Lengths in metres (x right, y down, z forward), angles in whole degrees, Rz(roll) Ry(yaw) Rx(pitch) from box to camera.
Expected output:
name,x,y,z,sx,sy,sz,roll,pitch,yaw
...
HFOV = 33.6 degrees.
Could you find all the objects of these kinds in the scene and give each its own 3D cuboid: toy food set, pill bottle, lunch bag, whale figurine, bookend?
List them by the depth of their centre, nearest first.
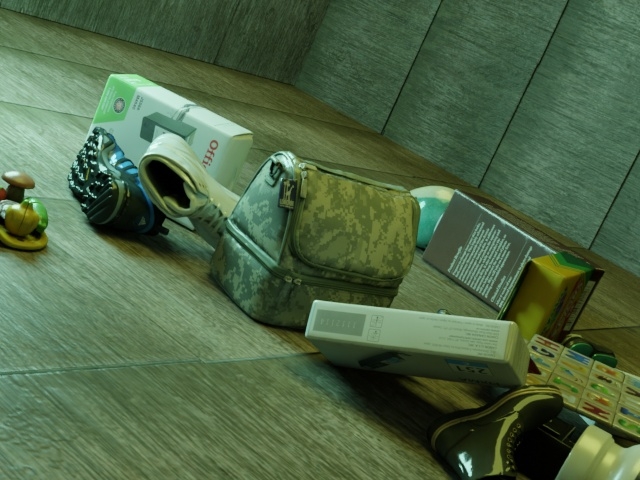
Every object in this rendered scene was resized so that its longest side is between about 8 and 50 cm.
name,x,y,z,sx,sy,sz,roll,pitch,yaw
pill bottle,0.436,0.358,1.361,0.265,0.153,0.153,30,15,21
bookend,0.357,0.311,1.572,0.157,0.072,0.156,30,15,21
toy food set,-0.469,-0.063,1.579,0.128,0.071,0.218,15,17,-34
lunch bag,0.000,0.000,1.745,0.305,0.256,0.212,13,18,-38
whale figurine,0.307,-0.024,2.640,0.216,0.141,0.272,-11,-35,36

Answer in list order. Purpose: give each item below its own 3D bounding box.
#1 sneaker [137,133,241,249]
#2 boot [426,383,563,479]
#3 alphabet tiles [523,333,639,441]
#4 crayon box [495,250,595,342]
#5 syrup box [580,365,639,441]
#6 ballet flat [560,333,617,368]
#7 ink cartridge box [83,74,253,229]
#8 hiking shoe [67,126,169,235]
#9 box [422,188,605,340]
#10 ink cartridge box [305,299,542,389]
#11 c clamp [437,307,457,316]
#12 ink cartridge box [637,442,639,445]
name,x,y,z,sx,sy,sz,roll,pitch,yaw
sneaker,-0.198,-0.045,1.795,0.292,0.108,0.169,45,14,-10
boot,0.260,0.278,1.431,0.198,0.076,0.137,-21,32,-7
alphabet tiles,0.440,0.238,1.756,0.343,0.011,0.285,24,17,15
crayon box,0.432,0.134,2.089,0.081,0.202,0.318,30,16,22
syrup box,0.585,0.308,1.917,0.237,0.093,0.096,19,15,-19
ballet flat,0.534,0.230,2.175,0.203,0.074,0.074,19,13,-45
ink cartridge box,-0.293,-0.168,1.996,0.273,0.198,0.115,27,14,13
hiking shoe,-0.356,-0.093,1.851,0.132,0.113,0.304,28,18,-31
box,0.430,0.054,2.405,0.143,0.191,0.381,10,21,-47
ink cartridge box,0.160,0.171,1.561,0.296,0.066,0.261,5,-21,23
c clamp,0.254,0.165,2.044,0.137,0.022,0.161,26,14,6
ink cartridge box,0.636,0.378,1.805,0.150,0.063,0.109,22,14,-10
